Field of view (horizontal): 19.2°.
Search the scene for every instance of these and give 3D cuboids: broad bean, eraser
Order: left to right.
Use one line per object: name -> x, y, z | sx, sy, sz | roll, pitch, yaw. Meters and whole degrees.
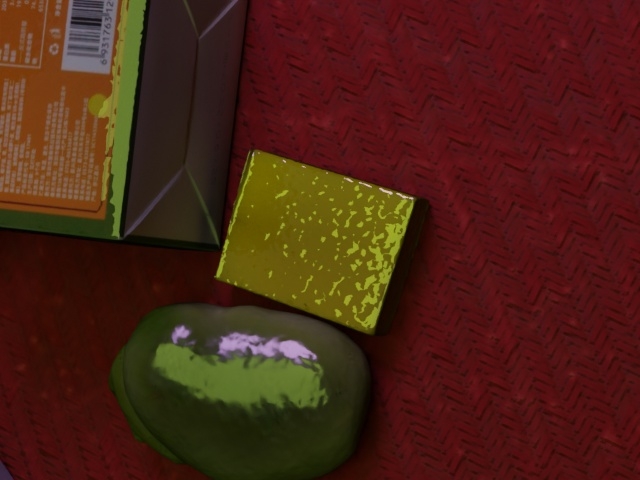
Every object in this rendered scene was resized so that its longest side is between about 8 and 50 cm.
broad bean -> -0.056, 0.102, 1.262 | 0.174, 0.082, 0.124 | 17, 102, 17
eraser -> 0.000, 0.000, 1.268 | 0.122, 0.045, 0.097 | 19, 94, 18

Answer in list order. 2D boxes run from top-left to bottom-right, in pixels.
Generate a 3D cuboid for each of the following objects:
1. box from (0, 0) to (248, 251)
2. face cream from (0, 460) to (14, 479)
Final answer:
box -> -0.151, -0.097, 1.251 | 0.148, 0.177, 0.195 | 6, 90, 17
face cream -> -0.304, 0.210, 1.288 | 0.153, 0.177, 0.177 | -38, 77, 15
